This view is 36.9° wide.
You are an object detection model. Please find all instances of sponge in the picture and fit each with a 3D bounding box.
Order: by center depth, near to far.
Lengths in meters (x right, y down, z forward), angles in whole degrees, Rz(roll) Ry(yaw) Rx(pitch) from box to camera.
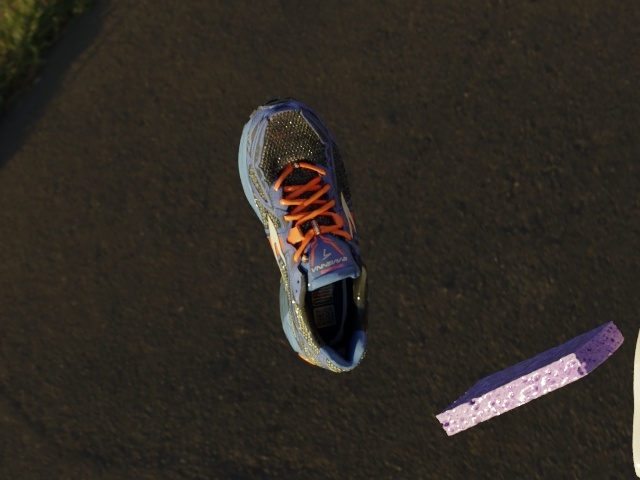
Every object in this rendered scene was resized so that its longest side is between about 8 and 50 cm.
[{"bbox_3d":[0.242,0.160,1.114,0.210,0.117,0.031,-35,82,40],"label":"sponge"}]

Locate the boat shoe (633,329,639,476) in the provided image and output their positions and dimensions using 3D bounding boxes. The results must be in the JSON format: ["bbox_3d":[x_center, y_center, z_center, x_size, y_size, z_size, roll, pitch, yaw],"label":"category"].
[{"bbox_3d":[0.380,0.171,1.053,0.063,0.066,0.184,0,76,26],"label":"boat shoe"}]

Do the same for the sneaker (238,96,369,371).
[{"bbox_3d":[0.000,0.000,0.714,0.083,0.221,0.087,-20,18,-11],"label":"sneaker"}]
